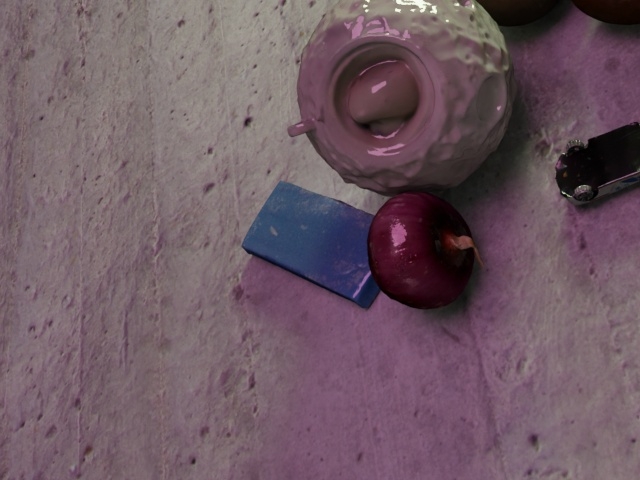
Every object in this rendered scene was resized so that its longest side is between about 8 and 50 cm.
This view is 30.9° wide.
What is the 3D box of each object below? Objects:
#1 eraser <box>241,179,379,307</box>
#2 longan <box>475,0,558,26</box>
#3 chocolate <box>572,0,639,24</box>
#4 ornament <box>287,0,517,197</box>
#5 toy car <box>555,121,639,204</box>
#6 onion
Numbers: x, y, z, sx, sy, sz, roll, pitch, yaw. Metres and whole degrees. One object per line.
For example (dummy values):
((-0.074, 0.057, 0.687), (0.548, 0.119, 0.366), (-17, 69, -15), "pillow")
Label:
((0.000, 0.000, 1.930), (0.312, 0.042, 0.144), (24, 80, 46), "eraser")
((0.320, -0.433, 1.859), (0.204, 0.159, 0.185), (-6, 57, 18), "longan")
((0.459, -0.399, 1.735), (0.176, 0.176, 0.177), (-21, 52, 29), "chocolate")
((0.132, -0.235, 1.770), (0.337, 0.337, 0.337), (-21, 52, 29), "ornament")
((0.428, -0.116, 1.635), (0.204, 0.056, 0.095), (-21, 52, 24), "toy car")
((0.149, 0.013, 1.703), (0.153, 0.177, 0.177), (-54, 34, 43), "onion")
